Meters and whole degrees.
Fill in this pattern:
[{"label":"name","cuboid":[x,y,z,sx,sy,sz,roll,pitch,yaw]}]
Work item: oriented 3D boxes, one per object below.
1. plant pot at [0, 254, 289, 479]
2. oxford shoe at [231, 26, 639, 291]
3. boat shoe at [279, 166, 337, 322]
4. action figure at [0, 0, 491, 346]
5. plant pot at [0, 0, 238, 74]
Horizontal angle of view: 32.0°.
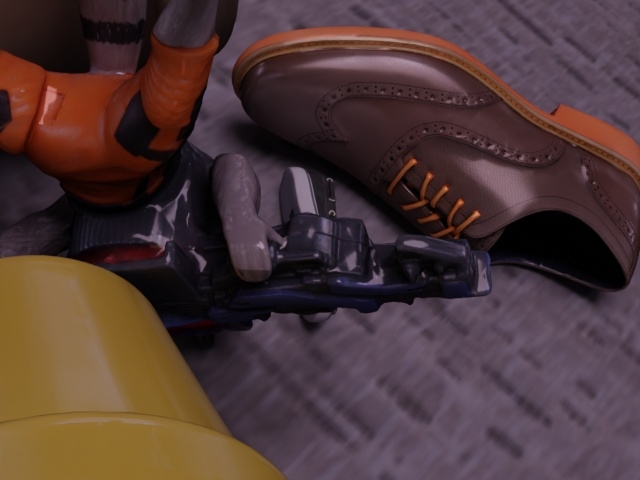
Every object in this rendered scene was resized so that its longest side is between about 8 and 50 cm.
[{"label":"plant pot","cuboid":[-0.134,0.140,0.545,0.254,0.254,0.239,2,38,-22]},{"label":"oxford shoe","cuboid":[0.101,-0.061,0.881,0.364,0.130,0.132,17,53,-12]},{"label":"boat shoe","cuboid":[0.000,0.000,0.837,0.040,0.049,0.142,6,49,-21]},{"label":"action figure","cuboid":[-0.072,-0.053,0.662,0.341,0.330,0.178,0,51,7]},{"label":"plant pot","cuboid":[-0.258,-0.198,0.735,0.280,0.323,0.323,-36,72,-24]}]
